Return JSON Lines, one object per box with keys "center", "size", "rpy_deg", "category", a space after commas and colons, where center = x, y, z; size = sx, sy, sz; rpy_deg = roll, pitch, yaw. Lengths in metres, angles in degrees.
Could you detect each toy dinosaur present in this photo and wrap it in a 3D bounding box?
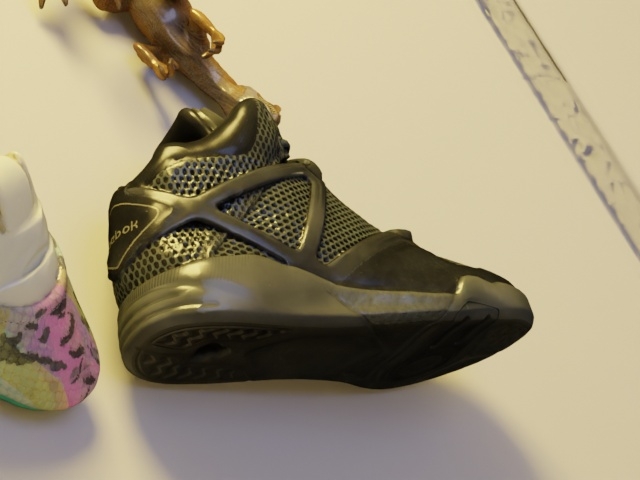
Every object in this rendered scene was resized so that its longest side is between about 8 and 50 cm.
{"center": [-0.093, -0.137, 0.958], "size": [0.211, 0.064, 0.112], "rpy_deg": [64, 21, 11], "category": "toy dinosaur"}

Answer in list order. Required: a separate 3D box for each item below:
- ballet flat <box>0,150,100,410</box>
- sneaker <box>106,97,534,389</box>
{"center": [-0.162, -0.026, 0.747], "size": [0.221, 0.079, 0.077], "rpy_deg": [44, 35, -1], "category": "ballet flat"}
{"center": [0.000, 0.000, 0.874], "size": [0.227, 0.087, 0.130], "rpy_deg": [5, 57, -35], "category": "sneaker"}
